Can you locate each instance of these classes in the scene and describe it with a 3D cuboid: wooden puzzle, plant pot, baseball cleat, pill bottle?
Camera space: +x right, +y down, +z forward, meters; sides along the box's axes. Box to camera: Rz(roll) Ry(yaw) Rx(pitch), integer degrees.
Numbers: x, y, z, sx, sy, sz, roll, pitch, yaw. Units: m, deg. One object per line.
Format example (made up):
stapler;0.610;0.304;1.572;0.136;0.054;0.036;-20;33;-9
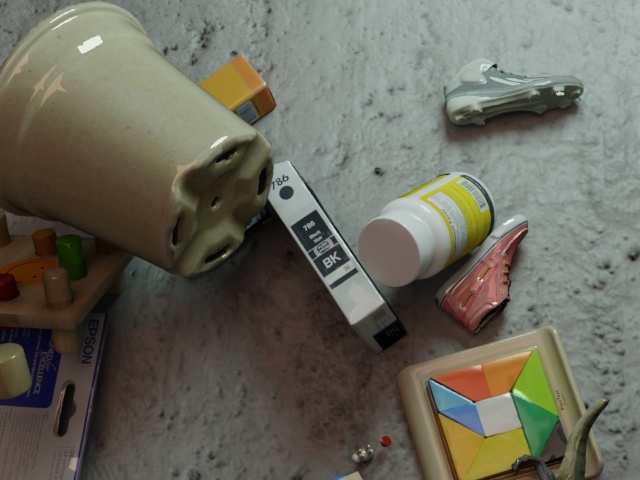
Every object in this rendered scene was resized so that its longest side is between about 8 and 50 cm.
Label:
wooden puzzle;0.242;0.246;1.764;0.239;0.044;0.221;-18;66;5
plant pot;-0.244;-0.116;1.768;0.305;0.334;0.334;30;78;25
baseball cleat;0.286;-0.237;1.932;0.206;0.072;0.109;-10;60;4
pill bottle;0.148;-0.015;1.790;0.119;0.208;0.119;14;115;32

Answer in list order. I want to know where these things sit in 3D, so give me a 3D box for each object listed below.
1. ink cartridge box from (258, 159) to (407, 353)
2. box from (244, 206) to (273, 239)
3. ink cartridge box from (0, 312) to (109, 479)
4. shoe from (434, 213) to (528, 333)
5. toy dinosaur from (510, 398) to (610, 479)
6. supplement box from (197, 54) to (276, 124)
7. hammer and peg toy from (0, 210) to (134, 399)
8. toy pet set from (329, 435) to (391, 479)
ink cartridge box;0.000;0.000;1.847;0.065;0.165;0.332;-36;67;2
box;-0.153;-0.031;1.968;0.137;0.027;0.094;-37;65;-3
ink cartridge box;-0.472;0.251;1.907;0.307;0.072;0.303;3;68;11
shoe;0.251;0.049;1.833;0.178;0.063;0.081;-46;68;-2
toy dinosaur;0.305;0.334;1.689;0.118;0.064;0.268;7;85;0
supplement box;-0.188;-0.185;2.011;0.233;0.080;0.078;-34;65;-4
hammer and peg toy;-0.446;0.076;1.833;0.266;0.127;0.361;3;26;14
toy pet set;0.067;0.349;1.766;0.114;0.065;0.122;-16;64;-33
